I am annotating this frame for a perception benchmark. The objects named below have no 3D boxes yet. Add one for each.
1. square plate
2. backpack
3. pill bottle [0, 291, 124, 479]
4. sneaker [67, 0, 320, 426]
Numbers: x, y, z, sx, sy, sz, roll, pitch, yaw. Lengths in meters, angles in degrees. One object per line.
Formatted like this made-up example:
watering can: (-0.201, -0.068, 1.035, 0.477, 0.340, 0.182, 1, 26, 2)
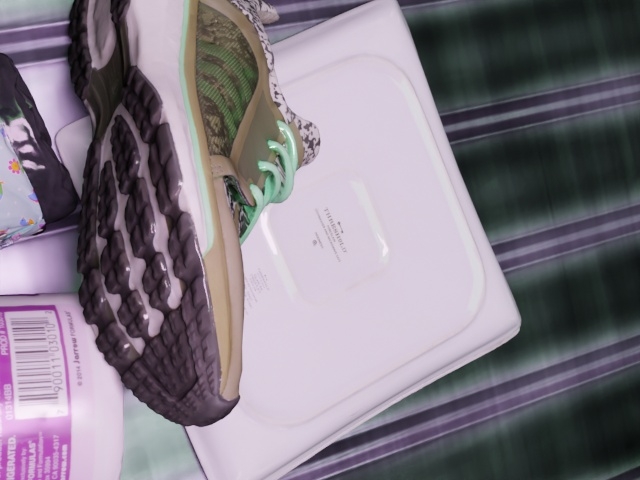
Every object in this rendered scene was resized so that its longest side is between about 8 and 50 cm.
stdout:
square plate: (0.000, 0.000, 0.886, 0.344, 0.049, 0.347, -27, 100, -24)
backpack: (-0.279, -0.044, 0.717, 0.182, 0.115, 0.152, -28, 103, -21)
pill bottle: (-0.296, 0.122, 0.675, 0.302, 0.169, 0.169, -1, 89, -25)
sneaker: (-0.066, -0.066, 0.727, 0.182, 0.158, 0.410, 10, 54, -30)
